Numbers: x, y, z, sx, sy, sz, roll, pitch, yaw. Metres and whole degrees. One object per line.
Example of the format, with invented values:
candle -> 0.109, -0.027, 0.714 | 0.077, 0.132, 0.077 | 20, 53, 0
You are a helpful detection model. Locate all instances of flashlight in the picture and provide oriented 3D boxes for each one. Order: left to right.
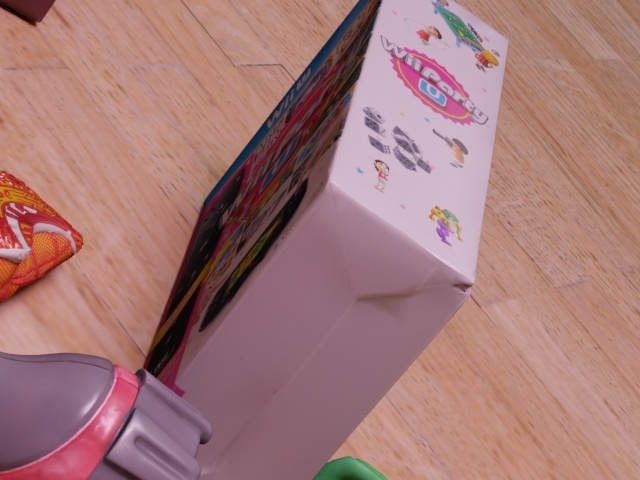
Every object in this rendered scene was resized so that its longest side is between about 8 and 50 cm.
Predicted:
flashlight -> -0.196, 0.039, 0.886 | 0.304, 0.103, 0.103 | 39, 61, -14

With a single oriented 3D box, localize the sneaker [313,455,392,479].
sneaker -> 0.034, 0.219, 0.911 | 0.123, 0.109, 0.295 | 48, 12, -31

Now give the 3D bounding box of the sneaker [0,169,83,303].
sneaker -> -0.178, 0.004, 1.023 | 0.064, 0.067, 0.175 | 41, 11, 5

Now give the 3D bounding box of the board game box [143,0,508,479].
board game box -> 0.000, 0.000, 1.075 | 0.097, 0.224, 0.303 | 34, 28, -10

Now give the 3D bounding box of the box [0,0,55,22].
box -> -0.292, -0.322, 1.203 | 0.381, 0.191, 0.143 | 26, 31, -25
